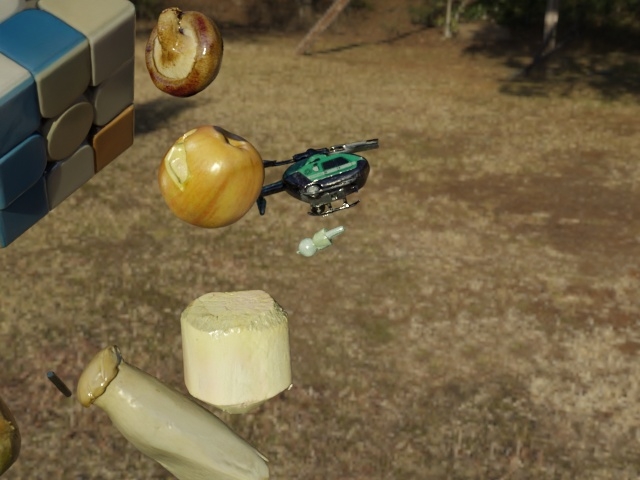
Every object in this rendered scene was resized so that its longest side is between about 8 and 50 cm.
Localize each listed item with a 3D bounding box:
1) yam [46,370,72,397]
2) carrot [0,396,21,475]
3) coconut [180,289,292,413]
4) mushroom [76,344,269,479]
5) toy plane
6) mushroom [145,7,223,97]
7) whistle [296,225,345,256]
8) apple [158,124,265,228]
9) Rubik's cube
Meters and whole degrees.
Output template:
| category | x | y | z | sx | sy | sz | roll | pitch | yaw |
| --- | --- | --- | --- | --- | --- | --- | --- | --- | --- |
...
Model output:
| category | x | y | z | sx | sy | sz | roll | pitch | yaw |
| --- | --- | --- | --- | --- | --- | --- | --- | --- | --- |
| yam | -0.606 | 0.336 | 1.993 | 0.021 | 0.116 | 0.021 | -5 | 56 | 7 |
| carrot | -0.742 | 0.337 | 1.643 | 0.224 | 0.341 | 0.224 | -40 | 7 | 6 |
| coconut | -0.170 | 0.238 | 1.749 | 0.239 | 0.244 | 0.239 | -2 | 19 | 1 |
| mushroom | -0.292 | 0.366 | 1.672 | 0.407 | 0.138 | 0.154 | 39 | -31 | -10 |
| toy plane | -0.040 | -0.134 | 1.909 | 0.381 | 0.155 | 0.106 | -17 | -32 | 3 |
| mushroom | -0.189 | -0.254 | 1.170 | 0.127 | 0.127 | 0.087 | 12 | 8 | 38 |
| whistle | 0.000 | 0.000 | 1.530 | 0.100 | 0.035 | 0.035 | -28 | 3 | 18 |
| apple | -0.191 | -0.115 | 1.516 | 0.199 | 0.199 | 0.199 | 3 | 12 | -1 |
| Rubik's cube | -0.543 | -0.265 | 1.421 | 0.346 | 0.344 | 0.347 | 33 | 55 | 10 |
